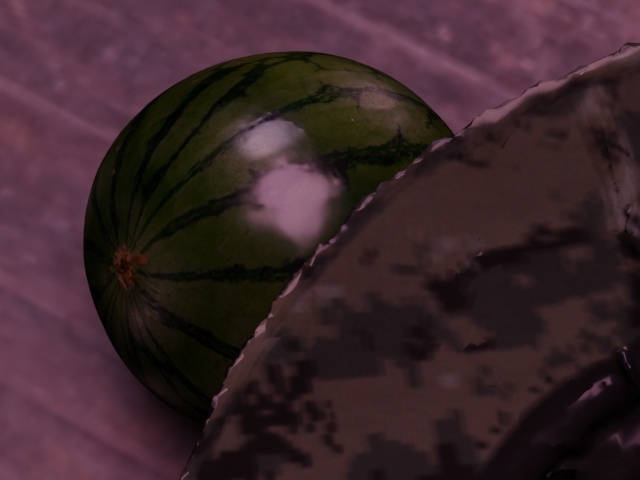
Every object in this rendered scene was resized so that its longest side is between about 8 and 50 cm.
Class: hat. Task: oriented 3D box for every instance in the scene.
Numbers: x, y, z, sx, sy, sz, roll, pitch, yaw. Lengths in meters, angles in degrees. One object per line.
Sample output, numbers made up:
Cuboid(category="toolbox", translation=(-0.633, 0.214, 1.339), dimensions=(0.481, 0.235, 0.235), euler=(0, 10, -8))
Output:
Cuboid(category="hat", translation=(0.100, 0.092, 0.430), dimensions=(0.265, 0.128, 0.265), euler=(-3, 68, 8))

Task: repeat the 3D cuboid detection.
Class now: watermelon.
Cuboid(category="watermelon", translation=(-0.003, 0.002, 0.483), dimensions=(0.109, 0.109, 0.109), euler=(2, 63, -4))
